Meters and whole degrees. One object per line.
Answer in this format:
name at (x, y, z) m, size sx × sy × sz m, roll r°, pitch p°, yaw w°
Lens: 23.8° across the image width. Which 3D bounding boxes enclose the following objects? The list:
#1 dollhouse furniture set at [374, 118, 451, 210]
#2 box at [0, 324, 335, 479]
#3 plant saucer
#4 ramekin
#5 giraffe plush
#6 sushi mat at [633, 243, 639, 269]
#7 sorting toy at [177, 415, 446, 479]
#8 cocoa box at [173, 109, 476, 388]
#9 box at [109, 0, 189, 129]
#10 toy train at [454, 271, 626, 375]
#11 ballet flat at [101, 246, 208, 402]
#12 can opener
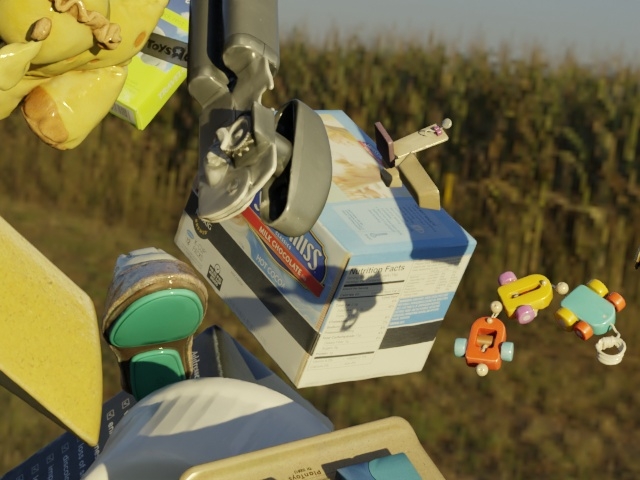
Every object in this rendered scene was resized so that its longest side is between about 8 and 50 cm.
dollhouse furniture set at (0.120, -0.073, 1.607) m, size 0.081 × 0.091 × 0.114 m, roll -22°, pitch 51°, yaw -11°
box at (-0.206, 0.458, 2.056) m, size 0.297 × 0.472 × 0.480 m, roll 42°, pitch 20°, yaw -33°
plant saucer at (-0.300, -0.017, 1.057) m, size 0.333 × 0.081 × 0.333 m, roll 46°, pitch -14°, yaw -25°
ramekin at (-0.101, 0.275, 1.363) m, size 0.277 × 0.277 × 0.135 m, roll 8°, pitch 19°, yaw 15°
giraffe plush at (-0.205, -0.166, 1.138) m, size 0.210 × 0.181 × 0.170 m, roll 2°, pitch -4°, yaw 10°
sushi mat at (0.385, -0.119, 1.588) m, size 0.019 × 0.316 × 0.151 m, roll 19°, pitch 2°, yaw 13°
sorting toy at (-0.014, 0.241, 1.104) m, size 0.307 × 0.041 × 0.229 m, roll -11°, pitch 46°, yaw -26°
cocoa box at (0.000, 0.000, 2.088) m, size 0.231 × 0.228 × 0.347 m, roll -5°, pitch 39°, yaw -38°
box at (-0.173, -0.205, 1.530) m, size 0.109 × 0.178 × 0.042 m, roll 29°, pitch -26°, yaw 15°
toy train at (0.221, 0.092, 1.510) m, size 0.166 × 0.125 × 0.046 m, roll 1°, pitch -38°, yaw 13°
ballet flat at (-0.179, 0.071, 1.563) m, size 0.108 × 0.106 × 0.316 m, roll -7°, pitch -24°, yaw -14°
can opener at (-0.046, -0.118, 1.104) m, size 0.095 × 0.283 × 0.076 m, roll 31°, pitch -51°, yaw -32°
